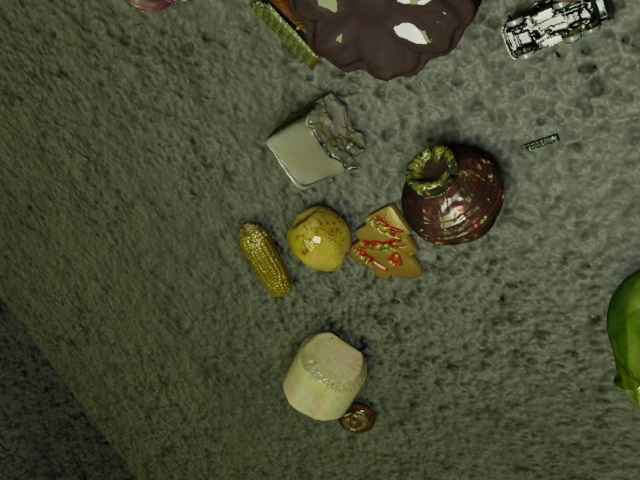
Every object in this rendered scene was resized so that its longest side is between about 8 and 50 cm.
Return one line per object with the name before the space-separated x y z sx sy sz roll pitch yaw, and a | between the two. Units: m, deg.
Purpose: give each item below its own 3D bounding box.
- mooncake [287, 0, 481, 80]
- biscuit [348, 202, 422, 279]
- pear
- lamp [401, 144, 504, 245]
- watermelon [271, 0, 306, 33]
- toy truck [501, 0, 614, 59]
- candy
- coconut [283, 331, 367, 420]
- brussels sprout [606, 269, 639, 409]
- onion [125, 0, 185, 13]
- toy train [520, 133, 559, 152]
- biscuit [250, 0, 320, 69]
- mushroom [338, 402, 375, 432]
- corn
mooncake | 0.117 -0.490 1.359 0.381 0.212 0.350 15 140 5
biscuit | 0.171 0.007 1.858 0.212 0.041 0.238 19 132 20
pear | 0.000 0.000 1.870 0.178 0.178 0.178 16 130 20
lamp | 0.287 -0.104 1.573 0.247 0.247 0.246 16 130 20
watermelon | -0.087 -0.531 1.549 0.063 0.119 0.245 -37 98 31
toy truck | 0.445 -0.414 1.341 0.192 0.092 0.083 -16 115 29
candy | -0.009 -0.231 1.717 0.195 0.137 0.184 -24 109 42
coconut | 0.008 0.414 2.132 0.239 0.239 0.244 31 133 7
brussels sprout | 0.756 0.205 1.491 0.276 0.314 0.371 -8 159 7
onion | -0.431 -0.686 1.612 0.267 0.159 0.348 -32 105 39
toy train | 0.471 -0.209 1.529 0.083 0.017 0.017 -17 111 38
biscuit | -0.079 -0.468 1.602 0.203 0.016 0.144 45 177 -9
mushroom | 0.116 0.569 2.289 0.126 0.084 0.109 -13 149 24
corn | -0.160 0.054 2.057 0.097 0.097 0.261 -5 123 34
